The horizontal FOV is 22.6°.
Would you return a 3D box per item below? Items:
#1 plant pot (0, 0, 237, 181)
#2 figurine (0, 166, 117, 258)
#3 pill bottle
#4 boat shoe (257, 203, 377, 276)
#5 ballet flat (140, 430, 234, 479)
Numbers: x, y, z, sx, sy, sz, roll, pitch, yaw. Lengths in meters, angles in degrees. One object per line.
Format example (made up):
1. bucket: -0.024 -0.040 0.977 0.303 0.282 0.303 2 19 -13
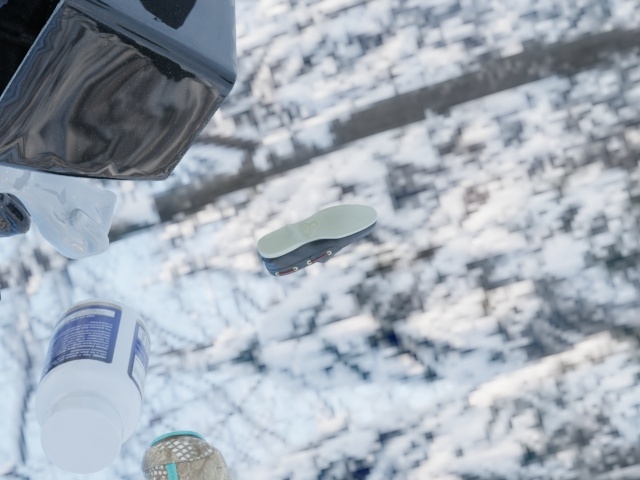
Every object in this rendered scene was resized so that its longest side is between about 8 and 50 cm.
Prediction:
1. plant pot: -0.169 -0.156 1.309 0.167 0.187 0.188 23 -142 -23
2. figurine: -0.359 -0.067 1.787 0.209 0.215 0.092 36 -107 -50
3. pill bottle: -0.205 0.131 1.435 0.169 0.094 0.094 -91 -19 -62
4. boat shoe: 0.000 -0.001 1.711 0.049 0.133 0.042 -112 2 -49
5. ballet flat: -0.072 0.206 1.100 0.206 0.073 0.067 60 -163 -50
